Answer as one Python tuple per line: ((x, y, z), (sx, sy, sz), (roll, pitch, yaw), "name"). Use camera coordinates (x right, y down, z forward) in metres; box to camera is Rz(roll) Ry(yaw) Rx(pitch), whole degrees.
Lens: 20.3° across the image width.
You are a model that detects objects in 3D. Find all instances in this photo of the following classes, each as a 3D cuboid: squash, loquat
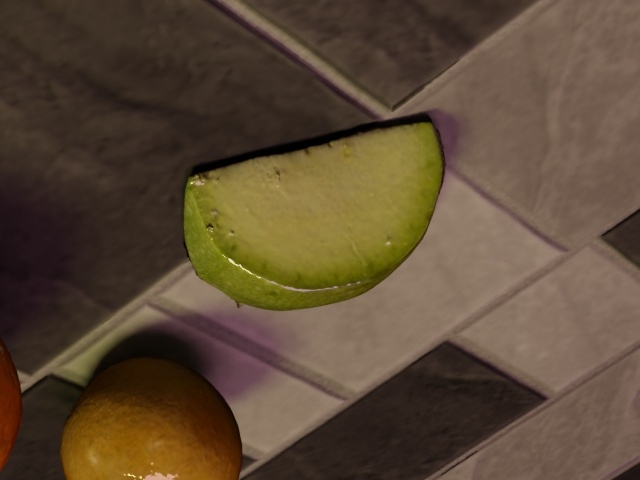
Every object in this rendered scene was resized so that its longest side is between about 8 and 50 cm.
((0.007, 0.016, 1.247), (0.191, 0.085, 0.184), (-13, 143, -9), "squash")
((-0.124, 0.155, 1.319), (0.141, 0.141, 0.141), (-14, 144, -10), "loquat")

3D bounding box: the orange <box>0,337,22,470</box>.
((-0.303, 0.106, 1.135), (0.224, 0.170, 0.224), (-16, 166, -4), "orange")
